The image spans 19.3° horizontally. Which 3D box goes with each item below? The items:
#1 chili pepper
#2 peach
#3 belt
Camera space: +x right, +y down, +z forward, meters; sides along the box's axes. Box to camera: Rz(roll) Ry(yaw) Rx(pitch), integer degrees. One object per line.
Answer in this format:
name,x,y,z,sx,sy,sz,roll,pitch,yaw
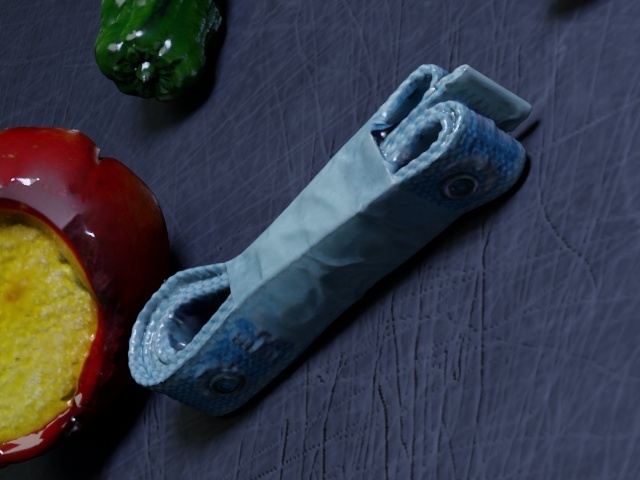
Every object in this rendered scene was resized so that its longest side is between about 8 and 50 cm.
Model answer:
chili pepper,-0.113,-0.206,1.472,0.099,0.083,0.253,-26,38,39
peach,-0.202,0.040,1.269,0.196,0.190,0.226,-5,52,43
belt,0.000,0.000,1.131,0.302,0.072,0.087,-40,37,26
